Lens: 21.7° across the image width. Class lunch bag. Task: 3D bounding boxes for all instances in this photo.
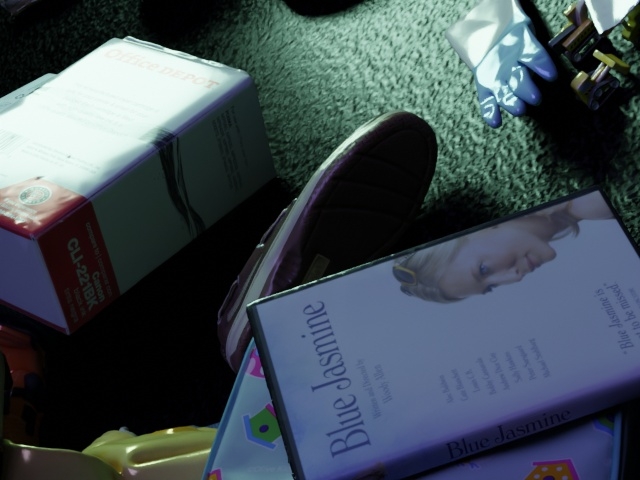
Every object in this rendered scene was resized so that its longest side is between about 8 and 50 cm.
[{"bbox_3d":[0.077,0.131,1.072,0.279,0.108,0.224,-2,41,19],"label":"lunch bag"}]

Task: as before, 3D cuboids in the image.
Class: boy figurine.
[{"bbox_3d":[-0.115,0.158,1.211,0.177,0.285,0.092,2,100,52],"label":"boy figurine"}]

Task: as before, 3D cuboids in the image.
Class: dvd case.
[{"bbox_3d":[0.088,0.060,1.046,0.253,0.022,0.180,-19,39,-1],"label":"dvd case"}]

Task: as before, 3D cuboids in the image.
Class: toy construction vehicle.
[{"bbox_3d":[0.220,-0.160,1.310,0.098,0.035,0.086,-47,34,8],"label":"toy construction vehicle"}]

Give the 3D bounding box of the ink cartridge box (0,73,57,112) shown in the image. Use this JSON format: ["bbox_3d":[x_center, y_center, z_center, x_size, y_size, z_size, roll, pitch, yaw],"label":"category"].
[{"bbox_3d":[-0.300,-0.102,1.716,0.223,0.045,0.224,-33,27,-31],"label":"ink cartridge box"}]

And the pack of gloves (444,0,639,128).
[{"bbox_3d":[0.172,-0.205,1.348,0.195,0.046,0.232,-48,24,18],"label":"pack of gloves"}]

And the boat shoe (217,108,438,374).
[{"bbox_3d":[-0.006,-0.004,1.383,0.257,0.095,0.095,-53,28,-1],"label":"boat shoe"}]

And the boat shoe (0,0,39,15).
[{"bbox_3d":[-0.353,-0.323,2.135,0.153,0.048,0.056,-12,38,35],"label":"boat shoe"}]

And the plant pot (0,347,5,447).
[{"bbox_3d":[-0.359,0.198,1.062,0.323,0.323,0.280,-33,47,26],"label":"plant pot"}]

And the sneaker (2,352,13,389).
[{"bbox_3d":[-0.350,0.087,1.482,0.130,0.087,0.227,-25,76,2],"label":"sneaker"}]

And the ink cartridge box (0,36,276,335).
[{"bbox_3d":[-0.205,-0.059,1.515,0.197,0.114,0.273,20,48,39],"label":"ink cartridge box"}]

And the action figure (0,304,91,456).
[{"bbox_3d":[-0.344,0.096,1.621,0.341,0.178,0.330,10,59,26],"label":"action figure"}]
